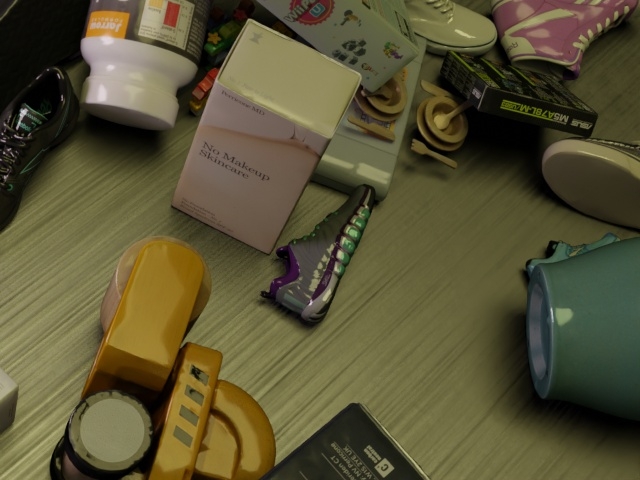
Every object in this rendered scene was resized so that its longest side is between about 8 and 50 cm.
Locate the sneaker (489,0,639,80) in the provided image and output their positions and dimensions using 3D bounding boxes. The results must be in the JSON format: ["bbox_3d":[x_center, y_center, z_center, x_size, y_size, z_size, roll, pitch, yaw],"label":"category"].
[{"bbox_3d":[0.416,-0.326,2.040,0.282,0.102,0.161,-10,69,-10],"label":"sneaker"}]

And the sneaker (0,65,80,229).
[{"bbox_3d":[-0.405,-0.119,1.663,0.101,0.106,0.267,29,65,-2],"label":"sneaker"}]

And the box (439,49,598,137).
[{"bbox_3d":[0.289,-0.217,1.898,0.184,0.045,0.191,9,22,-18],"label":"box"}]

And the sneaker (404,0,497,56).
[{"bbox_3d":[0.156,-0.358,1.974,0.258,0.091,0.094,18,59,-7],"label":"sneaker"}]

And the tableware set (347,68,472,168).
[{"bbox_3d":[0.137,-0.195,1.853,0.194,0.039,0.128,22,59,-22],"label":"tableware set"}]

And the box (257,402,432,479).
[{"bbox_3d":[-0.066,0.407,1.380,0.395,0.293,0.212,-37,77,-30],"label":"box"}]

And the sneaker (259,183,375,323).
[{"bbox_3d":[0.000,0.000,1.744,0.098,0.083,0.224,24,59,2],"label":"sneaker"}]

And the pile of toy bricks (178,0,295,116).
[{"bbox_3d":[-0.129,-0.285,1.840,0.118,0.105,0.212,44,59,9],"label":"pile of toy bricks"}]

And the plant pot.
[{"bbox_3d":[0.412,0.118,1.711,0.255,0.272,0.272,-1,62,-2],"label":"plant pot"}]

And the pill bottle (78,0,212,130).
[{"bbox_3d":[-0.233,-0.300,1.745,0.162,0.162,0.279,13,83,-10],"label":"pill bottle"}]

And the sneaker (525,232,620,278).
[{"bbox_3d":[0.363,0.020,1.853,0.162,0.063,0.073,-25,69,-27],"label":"sneaker"}]

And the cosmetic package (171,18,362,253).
[{"bbox_3d":[-0.076,-0.123,1.650,0.160,0.309,0.113,26,59,-2],"label":"cosmetic package"}]

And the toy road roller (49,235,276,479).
[{"bbox_3d":[-0.165,0.184,1.524,0.240,0.202,0.330,19,63,-10],"label":"toy road roller"}]

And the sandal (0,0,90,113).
[{"bbox_3d":[-0.421,-0.292,1.734,0.107,0.168,0.446,24,56,26],"label":"sandal"}]

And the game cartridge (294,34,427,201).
[{"bbox_3d":[0.035,-0.212,1.884,0.198,0.062,0.297,21,59,-10],"label":"game cartridge"}]

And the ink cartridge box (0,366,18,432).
[{"bbox_3d":[-0.454,0.200,1.468,0.128,0.127,0.176,44,59,8],"label":"ink cartridge box"}]

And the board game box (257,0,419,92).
[{"bbox_3d":[-0.013,-0.372,1.760,0.303,0.097,0.224,34,29,-34],"label":"board game box"}]

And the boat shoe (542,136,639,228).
[{"bbox_3d":[0.489,-0.108,1.937,0.340,0.127,0.158,22,52,-14],"label":"boat shoe"}]
